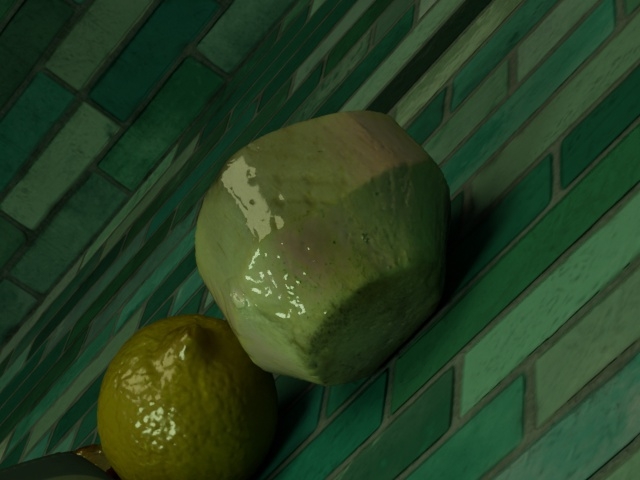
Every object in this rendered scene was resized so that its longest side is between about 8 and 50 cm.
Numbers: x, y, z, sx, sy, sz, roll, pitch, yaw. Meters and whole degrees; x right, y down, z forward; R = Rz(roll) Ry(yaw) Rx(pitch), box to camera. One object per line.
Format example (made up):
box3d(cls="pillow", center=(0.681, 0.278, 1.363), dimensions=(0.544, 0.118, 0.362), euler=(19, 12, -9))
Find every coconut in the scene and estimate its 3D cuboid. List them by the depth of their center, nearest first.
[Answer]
box3d(cls="coconut", center=(0.000, 0.000, 1.593), dimensions=(0.259, 0.259, 0.259), euler=(-49, 15, 19))

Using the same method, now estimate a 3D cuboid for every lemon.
box3d(cls="lemon", center=(-0.132, 0.172, 1.709), dimensions=(0.244, 0.186, 0.187), euler=(94, -166, -48))

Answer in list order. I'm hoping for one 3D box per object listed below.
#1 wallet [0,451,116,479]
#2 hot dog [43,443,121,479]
box3d(cls="wallet", center=(-0.250, 0.302, 1.572), dimensions=(0.252, 0.083, 0.360), euler=(-15, 20, -29))
box3d(cls="hot dog", center=(-0.276, 0.308, 1.977), dimensions=(0.259, 0.114, 0.175), euler=(-20, 33, 41))
